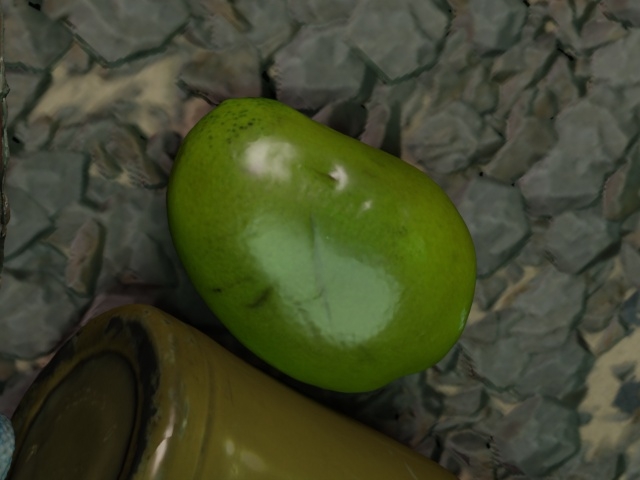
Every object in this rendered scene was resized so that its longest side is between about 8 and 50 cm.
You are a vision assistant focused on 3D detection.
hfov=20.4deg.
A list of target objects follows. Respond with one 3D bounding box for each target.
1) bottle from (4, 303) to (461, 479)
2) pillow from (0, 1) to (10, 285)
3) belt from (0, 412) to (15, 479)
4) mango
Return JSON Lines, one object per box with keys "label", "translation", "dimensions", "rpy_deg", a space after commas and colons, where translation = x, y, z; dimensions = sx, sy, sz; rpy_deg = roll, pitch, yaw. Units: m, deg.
{"label": "bottle", "translation": [0.008, 0.181, 0.904], "dimensions": [0.351, 0.171, 0.171], "rpy_deg": [32, 105, -29]}
{"label": "pillow", "translation": [-0.200, -0.067, 0.784], "dimensions": [0.126, 0.043, 0.232], "rpy_deg": [-4, 119, -15]}
{"label": "belt", "translation": [-0.265, 0.184, 0.869], "dimensions": [0.072, 0.087, 0.302], "rpy_deg": [35, 103, -31]}
{"label": "mango", "translation": [-0.002, 0.006, 0.853], "dimensions": [0.163, 0.089, 0.117], "rpy_deg": [25, 95, -15]}
